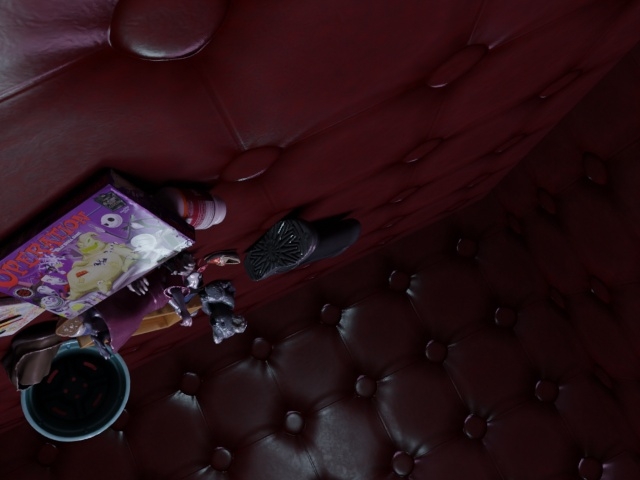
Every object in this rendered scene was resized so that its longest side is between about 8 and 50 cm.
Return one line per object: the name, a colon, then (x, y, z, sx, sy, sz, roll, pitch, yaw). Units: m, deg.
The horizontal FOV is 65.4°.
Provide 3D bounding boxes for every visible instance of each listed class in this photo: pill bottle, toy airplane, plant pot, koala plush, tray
pill bottle: (-0.721, 0.257, 1.528, 0.067, 0.067, 0.120, -29, 168, 11)
toy airplane: (-0.779, 0.214, 1.166, 0.151, 0.028, 0.151, -23, 169, -5)
plant pot: (-0.913, 0.551, 1.862, 0.341, 0.341, 0.334, -20, 176, -31)
koala plush: (-0.402, 0.295, 2.023, 0.196, 0.221, 0.203, -31, 168, 21)
tray: (-0.637, 0.274, 1.790, 0.202, 0.076, 0.411, -31, 167, 23)
pill bottle: (-0.269, -0.065, 1.033, 0.086, 0.086, 0.152, -31, 168, 25)

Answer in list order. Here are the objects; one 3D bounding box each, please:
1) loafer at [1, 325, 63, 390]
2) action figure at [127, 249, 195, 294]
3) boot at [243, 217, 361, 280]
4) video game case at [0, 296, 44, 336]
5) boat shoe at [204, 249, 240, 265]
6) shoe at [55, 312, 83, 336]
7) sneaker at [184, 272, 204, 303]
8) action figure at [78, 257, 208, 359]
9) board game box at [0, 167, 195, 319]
loafer: (-0.871, 0.369, 1.538, 0.133, 0.130, 0.366, -15, 164, -45)
action figure: (-0.384, 0.044, 1.139, 0.164, 0.141, 0.276, -31, 166, 4)
boot: (-0.001, 0.000, 1.771, 0.445, 0.146, 0.367, -11, 169, -45)
video game case: (-0.784, 0.192, 1.197, 0.227, 0.026, 0.206, -31, 168, 24)
boat shoe: (-0.316, 0.060, 1.613, 0.049, 0.043, 0.137, -31, 167, 33)
shoe: (-0.667, 0.193, 1.418, 0.219, 0.058, 0.076, -32, 137, 9)
sneaker: (-0.443, 0.163, 1.693, 0.090, 0.081, 0.232, -15, 164, -19)
action figure: (-0.483, 0.145, 1.385, 0.370, 0.276, 0.248, -42, -170, -32)
board game box: (-0.435, 0.023, 0.934, 0.346, 0.056, 0.208, -30, 135, 17)
